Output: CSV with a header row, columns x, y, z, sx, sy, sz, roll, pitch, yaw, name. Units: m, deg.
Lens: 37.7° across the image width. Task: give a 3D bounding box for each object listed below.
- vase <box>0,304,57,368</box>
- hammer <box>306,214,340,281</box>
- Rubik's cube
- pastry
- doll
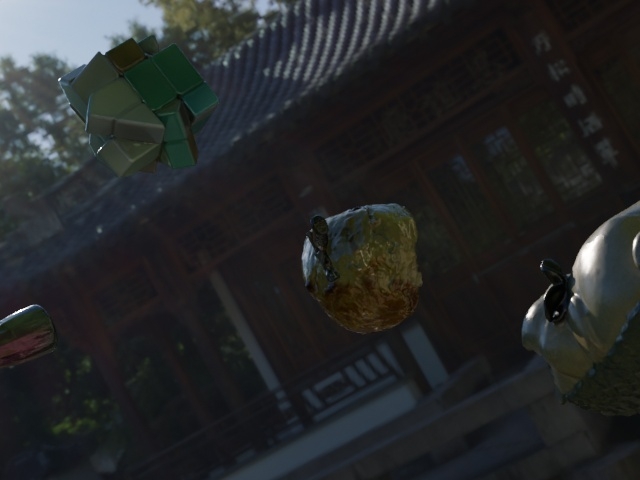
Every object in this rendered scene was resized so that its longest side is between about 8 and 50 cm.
x,y,z,sx,sy,sz,roll,pitch,yaw,name
-0.545,0.182,1.536,0.214,0.086,0.086,-25,-8,-38,vase
0.000,0.000,1.299,0.021,0.078,0.201,-24,-15,-4,hammer
-0.321,-0.217,1.649,0.213,0.265,0.224,-39,0,-27,Rubik's cube
0.059,0.051,1.768,0.255,0.237,0.170,-17,-20,38,pastry
0.391,0.088,1.179,0.247,0.247,0.350,-26,-32,-25,doll
